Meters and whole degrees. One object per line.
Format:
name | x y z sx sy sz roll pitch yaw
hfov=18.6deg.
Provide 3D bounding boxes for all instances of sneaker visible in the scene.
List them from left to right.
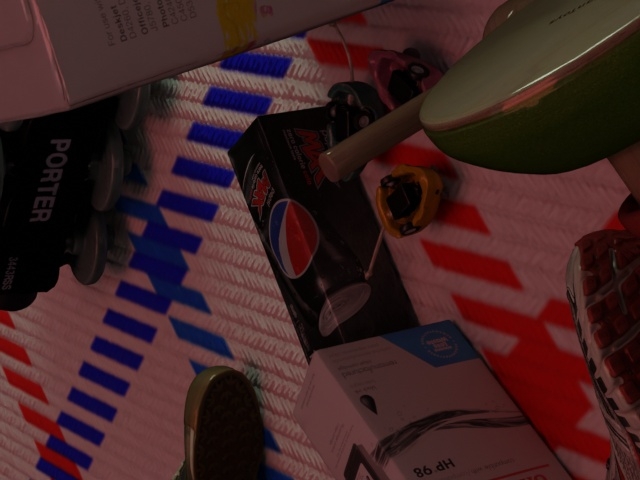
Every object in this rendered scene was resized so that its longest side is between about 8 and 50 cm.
sneaker | -0.088 0.181 1.464 0.086 0.064 0.192 14 115 51
sneaker | 0.171 0.103 0.995 0.093 0.088 0.225 -34 71 59

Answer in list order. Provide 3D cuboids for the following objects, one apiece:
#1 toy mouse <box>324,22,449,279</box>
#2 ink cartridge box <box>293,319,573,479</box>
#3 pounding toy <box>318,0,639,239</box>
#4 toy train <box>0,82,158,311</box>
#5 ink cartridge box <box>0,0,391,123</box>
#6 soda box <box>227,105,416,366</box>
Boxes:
toy mouse | 0.043 -0.077 1.196 0.143 0.031 0.161 65 147 20
ink cartridge box | 0.075 0.136 1.148 0.180 0.104 0.060 53 140 34
pounding toy | 0.137 -0.062 0.951 0.110 0.183 0.237 55 152 -12
toy train | -0.230 -0.100 1.546 0.334 0.142 0.190 111 146 -42
ink cartridge box | -0.102 -0.198 1.134 0.198 0.270 0.197 -2 108 58
soda box | 0.000 0.000 1.265 0.053 0.060 0.169 -45 62 53
